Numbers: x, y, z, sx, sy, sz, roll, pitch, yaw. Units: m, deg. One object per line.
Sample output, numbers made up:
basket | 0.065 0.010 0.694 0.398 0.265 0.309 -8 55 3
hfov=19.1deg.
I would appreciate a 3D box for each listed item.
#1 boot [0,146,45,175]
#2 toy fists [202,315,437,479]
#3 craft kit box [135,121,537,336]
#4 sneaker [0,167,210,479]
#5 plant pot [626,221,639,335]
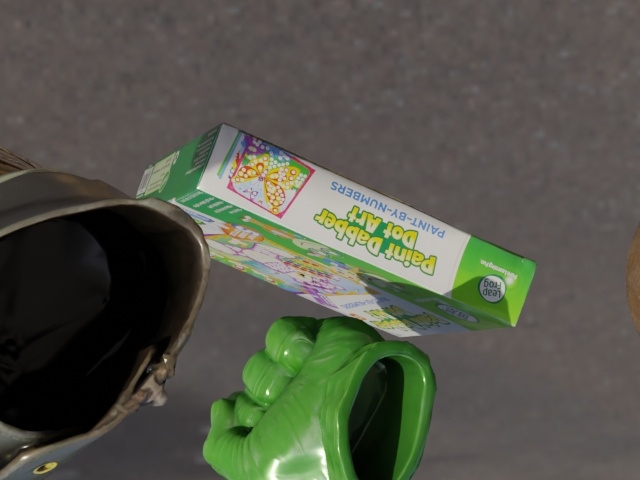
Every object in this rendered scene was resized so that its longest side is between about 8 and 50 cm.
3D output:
boot | -0.231 -0.023 0.988 0.305 0.115 0.112 22 106 -36
toy fists | -0.026 0.180 1.236 0.096 0.279 0.142 23 165 -33
craft kit box | 0.000 0.000 1.399 0.246 0.061 0.250 21 170 -13
sneaker | -0.123 0.061 0.462 0.083 0.222 0.118 45 167 -11
plant pot | 0.277 0.024 0.985 0.215 0.215 0.230 9 175 -34
